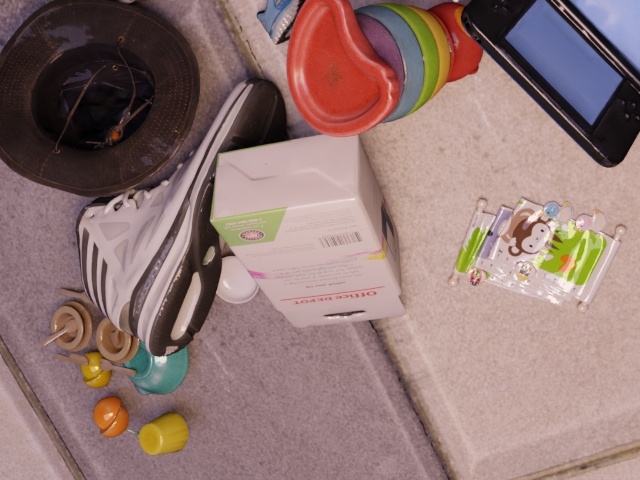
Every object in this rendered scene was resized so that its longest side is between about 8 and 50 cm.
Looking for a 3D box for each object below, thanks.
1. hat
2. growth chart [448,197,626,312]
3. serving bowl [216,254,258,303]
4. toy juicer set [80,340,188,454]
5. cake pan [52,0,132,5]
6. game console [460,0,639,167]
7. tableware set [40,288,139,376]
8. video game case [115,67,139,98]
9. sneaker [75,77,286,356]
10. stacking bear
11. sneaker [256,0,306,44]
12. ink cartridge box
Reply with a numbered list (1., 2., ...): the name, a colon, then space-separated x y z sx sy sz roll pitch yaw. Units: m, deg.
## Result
1. hat: -0.326 -0.201 1.240 0.331 0.134 0.332 -2 77 7
2. growth chart: 0.332 0.017 1.267 0.237 0.021 0.172 13 108 6
3. serving bowl: -0.139 0.061 1.368 0.083 0.027 0.083 3 108 11
4. toy juicer set: -0.316 0.194 1.426 0.209 0.089 0.329 4 93 29
5. cake pan: -0.339 -0.492 1.223 0.293 0.054 0.293 3 108 10
6. game console: 0.376 -0.291 1.082 0.293 0.250 0.173 44 144 -4
7. tableware set: -0.389 0.155 1.391 0.194 0.039 0.128 7 94 29
8. video game case: -0.344 -0.285 1.309 0.119 0.015 0.166 5 108 10
9. sneaker: -0.244 -0.073 1.274 0.257 0.169 0.448 27 93 25
10. stacking bear: 0.110 -0.247 1.099 0.175 0.289 0.164 59 141 9
11. sneaker: -0.047 -0.362 1.188 0.073 0.063 0.162 44 128 7
12. ink cartridge box: 0.000 0.000 1.220 0.207 0.119 0.353 -8 148 13
